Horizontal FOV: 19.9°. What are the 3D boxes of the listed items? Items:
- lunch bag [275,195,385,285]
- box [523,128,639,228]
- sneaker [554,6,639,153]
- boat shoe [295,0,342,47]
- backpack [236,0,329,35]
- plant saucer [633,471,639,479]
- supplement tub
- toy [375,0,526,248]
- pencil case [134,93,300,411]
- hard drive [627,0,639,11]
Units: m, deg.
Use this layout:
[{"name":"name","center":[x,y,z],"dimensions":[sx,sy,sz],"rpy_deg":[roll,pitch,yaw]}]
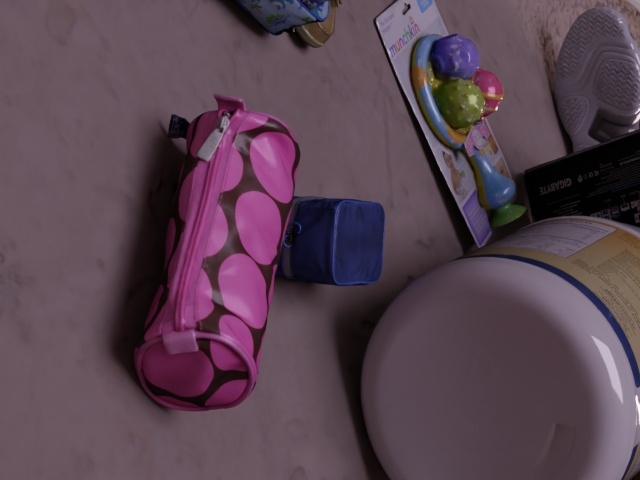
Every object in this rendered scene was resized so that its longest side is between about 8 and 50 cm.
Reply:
[{"name":"lunch bag","center":[0.000,0.000,1.394],"dimensions":[0.098,0.065,0.067],"rpy_deg":[4,90,-61]},{"name":"box","center":[0.329,0.023,1.719],"dimensions":[0.079,0.322,0.257],"rpy_deg":[-10,85,-29]},{"name":"sneaker","center":[0.335,-0.126,2.011],"dimensions":[0.153,0.101,0.269],"rpy_deg":[-22,104,-62]},{"name":"boat shoe","center":[-0.003,-0.235,1.503],"dimensions":[0.056,0.048,0.153],"rpy_deg":[25,57,-55]},{"name":"backpack","center":[-0.034,-0.229,1.409],"dimensions":[0.114,0.084,0.105],"rpy_deg":[33,48,-48]},{"name":"plant saucer","center":[0.403,0.278,1.834],"dimensions":[0.333,0.081,0.333],"rpy_deg":[147,-67,-75]},{"name":"supplement tub","center":[0.194,0.103,1.525],"dimensions":[0.316,0.228,0.228],"rpy_deg":[-19,95,-61]},{"name":"toy","center":[0.139,-0.125,1.700],"dimensions":[0.237,0.056,0.137],"rpy_deg":[68,29,-16]},{"name":"pencil case","center":[-0.071,0.007,1.239],"dimensions":[0.098,0.095,0.209],"rpy_deg":[90,6,-56]},{"name":"hard drive","center":[0.515,-0.317,2.362],"dimensions":[0.353,0.047,0.233],"rpy_deg":[33,49,-32]}]
